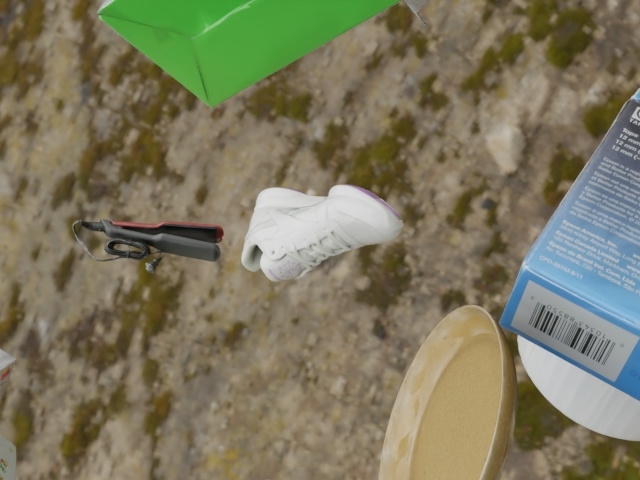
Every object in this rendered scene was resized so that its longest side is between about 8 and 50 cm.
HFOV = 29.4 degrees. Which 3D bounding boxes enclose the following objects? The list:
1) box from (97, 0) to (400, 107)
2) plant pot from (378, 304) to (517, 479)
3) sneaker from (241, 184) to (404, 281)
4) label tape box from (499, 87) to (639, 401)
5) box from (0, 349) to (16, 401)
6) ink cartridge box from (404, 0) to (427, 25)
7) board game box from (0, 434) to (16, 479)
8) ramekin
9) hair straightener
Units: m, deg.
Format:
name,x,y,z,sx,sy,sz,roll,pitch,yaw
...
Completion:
name,x,y,z,sx,sy,sz,roll,pitch,yaw
box,-0.015,-0.256,0.905,0.262,0.127,0.231,-20,37,51
plant pot,0.117,0.175,1.103,0.236,0.032,0.236,-161,90,-75
sneaker,0.000,0.000,1.793,0.305,0.114,0.152,-1,58,50
label tape box,0.371,0.002,1.229,0.249,0.115,0.347,28,51,15
box,-0.551,0.276,1.896,0.038,0.145,0.186,31,117,9
ink cartridge box,0.039,-0.340,1.250,0.065,0.333,0.165,-40,73,11
board game box,-0.537,0.251,1.426,0.224,0.303,0.097,-29,42,11
ramekin,0.372,0.107,1.469,0.135,0.277,0.277,106,153,-44
hair straightener,-0.265,0.004,1.869,0.047,0.230,0.089,108,168,-46
